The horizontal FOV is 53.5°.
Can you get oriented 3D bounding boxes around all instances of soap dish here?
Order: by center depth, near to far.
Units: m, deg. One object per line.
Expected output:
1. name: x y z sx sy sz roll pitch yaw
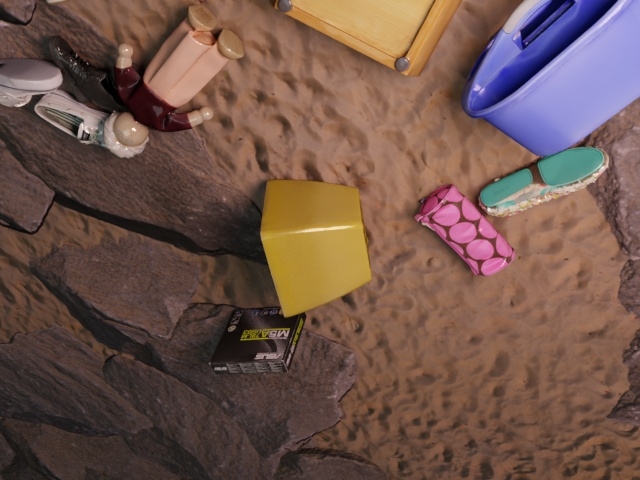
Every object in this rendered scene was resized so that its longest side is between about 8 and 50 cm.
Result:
1. soap dish: 0.078 -0.409 0.996 0.291 0.118 0.229 26 129 -4

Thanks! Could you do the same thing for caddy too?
1. caddy: 0.358 -0.293 0.932 0.179 0.241 0.341 34 127 -19

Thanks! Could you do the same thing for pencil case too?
1. pencil case: 0.287 -0.014 1.255 0.209 0.095 0.098 42 90 -14

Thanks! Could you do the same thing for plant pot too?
1. plant pot: 0.000 0.000 1.285 0.187 0.212 0.212 -9 124 5

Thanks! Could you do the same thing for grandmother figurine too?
1. grandmother figurine: -0.304 -0.284 1.199 0.208 0.104 0.342 45 119 -8

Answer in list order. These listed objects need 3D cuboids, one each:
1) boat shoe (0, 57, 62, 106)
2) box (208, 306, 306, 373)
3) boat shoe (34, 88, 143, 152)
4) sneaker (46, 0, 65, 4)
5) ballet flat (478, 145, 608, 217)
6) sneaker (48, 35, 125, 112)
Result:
1. boat shoe: -0.626 -0.316 1.289 0.258 0.095 0.084 11 133 21
2. box: -0.144 0.233 1.499 0.191 0.184 0.045 -5 123 20
3. boat shoe: -0.479 -0.229 1.312 0.226 0.076 0.083 25 129 -4
4. sneaker: -0.428 -0.479 1.116 0.192 0.064 0.086 -4 130 22
5. ballet flat: 0.411 -0.106 1.171 0.241 0.091 0.077 -19 150 31
6. sneaker: -0.455 -0.329 1.250 0.089 0.051 0.170 -4 129 18
